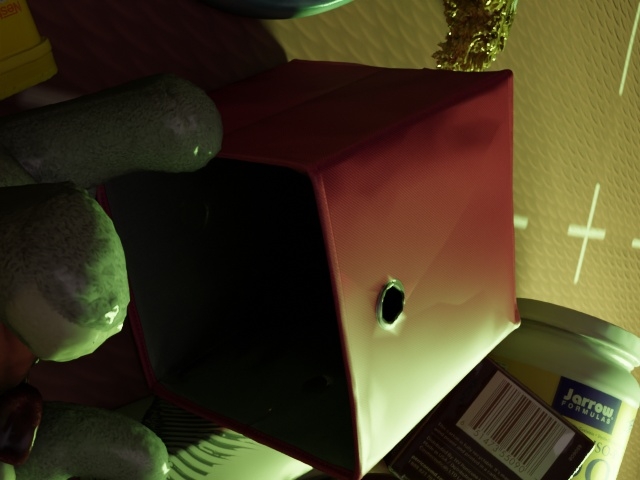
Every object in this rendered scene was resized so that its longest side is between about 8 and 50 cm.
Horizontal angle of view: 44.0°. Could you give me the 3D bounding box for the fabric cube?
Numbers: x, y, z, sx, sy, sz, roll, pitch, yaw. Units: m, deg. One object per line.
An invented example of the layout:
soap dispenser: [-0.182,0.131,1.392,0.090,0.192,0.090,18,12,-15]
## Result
fabric cube: [0.000,0.000,0.686,0.258,0.259,0.254,-30,122,-42]

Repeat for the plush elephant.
plush elephant: [-0.201,0.080,0.454,0.272,0.329,0.256,-97,176,-66]

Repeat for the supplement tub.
supplement tub: [0.323,0.274,1.165,0.241,0.241,0.331,31,77,-49]

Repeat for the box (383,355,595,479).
box: [0.183,0.239,0.950,0.167,0.168,0.203,-51,179,-4]

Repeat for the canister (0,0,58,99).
canister: [-0.251,-0.165,0.485,0.126,0.073,0.170,-38,126,-37]

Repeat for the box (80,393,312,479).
box: [-0.083,0.185,0.759,0.275,0.113,0.094,-16,112,-48]

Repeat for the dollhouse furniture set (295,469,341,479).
dollhouse furniture set: [0.000,0.273,0.675,0.303,0.286,0.198,53,20,-62]

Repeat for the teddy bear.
teddy bear: [0.171,-0.304,0.884,0.338,0.113,0.245,-48,152,-62]

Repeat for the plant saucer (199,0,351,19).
plant saucer: [0.005,-0.301,0.628,0.317,0.044,0.318,-22,148,-15]

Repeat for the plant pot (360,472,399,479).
plant pot: [0.056,0.382,0.934,0.201,0.201,0.180,-7,90,-49]
